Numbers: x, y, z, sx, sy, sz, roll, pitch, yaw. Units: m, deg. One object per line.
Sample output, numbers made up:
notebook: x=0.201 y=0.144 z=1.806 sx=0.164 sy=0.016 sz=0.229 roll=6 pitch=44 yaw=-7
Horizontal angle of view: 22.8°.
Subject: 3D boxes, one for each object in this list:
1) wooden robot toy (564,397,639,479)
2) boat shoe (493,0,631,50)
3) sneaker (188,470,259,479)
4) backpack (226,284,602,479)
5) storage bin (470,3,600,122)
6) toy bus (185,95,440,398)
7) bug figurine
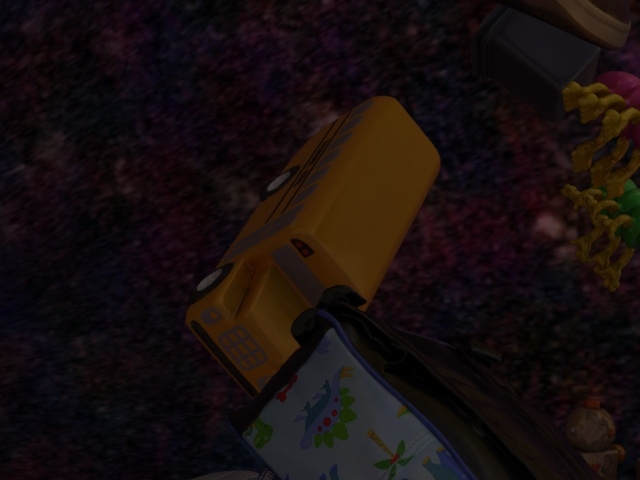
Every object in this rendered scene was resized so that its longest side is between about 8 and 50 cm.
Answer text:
wooden robot toy: x=0.205 y=0.152 z=1.126 sx=0.173 sy=0.076 sz=0.079 roll=1 pitch=89 yaw=-37
boat shoe: x=0.148 y=-0.214 z=1.056 sx=0.342 sy=0.123 sz=0.123 roll=10 pitch=107 yaw=-61
sneaker: x=-0.128 y=0.288 z=1.431 sx=0.091 sy=0.258 sz=0.094 roll=48 pitch=31 yaw=-23
backpack: x=0.036 y=0.083 z=0.446 sx=0.084 sy=0.114 sz=0.105 roll=-54 pitch=143 yaw=9
storage bin: x=0.198 y=-0.167 z=1.404 sx=0.091 sy=0.135 sz=0.098 roll=42 pitch=85 yaw=11
toy bus: x=0.000 y=0.000 z=1.470 sx=0.108 sy=0.130 sz=0.333 roll=51 pitch=35 yaw=-15
bug figurine: x=0.246 y=-0.008 z=1.023 sx=0.072 sy=0.279 sz=0.216 roll=-38 pitch=59 yaw=-13
